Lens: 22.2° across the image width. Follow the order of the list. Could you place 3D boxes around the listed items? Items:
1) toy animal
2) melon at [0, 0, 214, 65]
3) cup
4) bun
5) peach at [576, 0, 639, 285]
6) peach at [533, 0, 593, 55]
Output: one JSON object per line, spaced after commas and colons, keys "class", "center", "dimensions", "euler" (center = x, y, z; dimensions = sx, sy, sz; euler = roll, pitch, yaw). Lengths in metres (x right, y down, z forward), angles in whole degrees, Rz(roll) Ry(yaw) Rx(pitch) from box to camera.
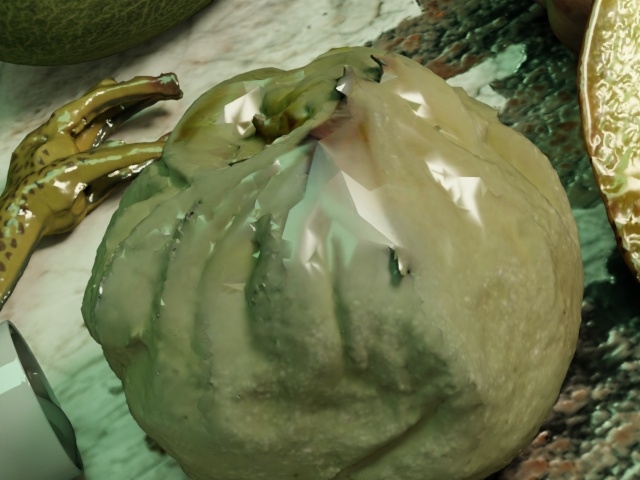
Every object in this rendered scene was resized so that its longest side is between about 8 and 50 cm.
{"class": "toy animal", "center": [-0.174, -0.022, 1.084], "dimensions": [0.149, 0.054, 0.275], "euler": [24, 55, 35]}
{"class": "melon", "center": [-0.169, -0.259, 1.195], "dimensions": [0.302, 0.237, 0.237], "euler": [-36, 44, -16]}
{"class": "cup", "center": [-0.210, 0.120, 0.934], "dimensions": [0.133, 0.136, 0.099], "euler": [-27, 76, -6]}
{"class": "bun", "center": [0.005, 0.010, 0.865], "dimensions": [0.282, 0.205, 0.281], "euler": [-11, 44, 10]}
{"class": "peach", "center": [0.235, -0.078, 0.952], "dimensions": [0.189, 0.068, 0.279], "euler": [23, 73, 6]}
{"class": "peach", "center": [0.203, -0.190, 1.064], "dimensions": [0.152, 0.152, 0.152], "euler": [-11, 42, 11]}
